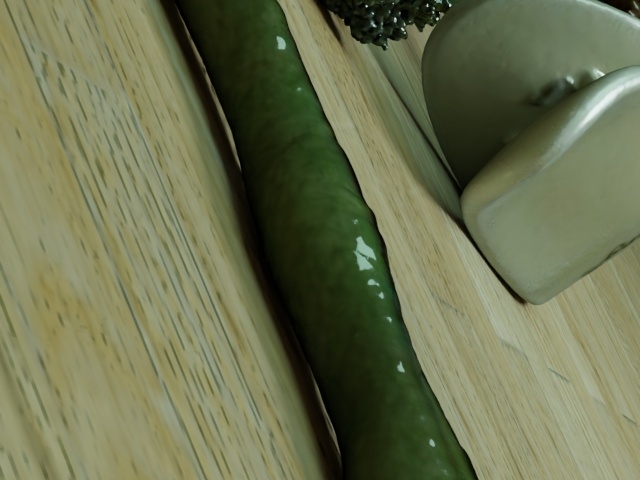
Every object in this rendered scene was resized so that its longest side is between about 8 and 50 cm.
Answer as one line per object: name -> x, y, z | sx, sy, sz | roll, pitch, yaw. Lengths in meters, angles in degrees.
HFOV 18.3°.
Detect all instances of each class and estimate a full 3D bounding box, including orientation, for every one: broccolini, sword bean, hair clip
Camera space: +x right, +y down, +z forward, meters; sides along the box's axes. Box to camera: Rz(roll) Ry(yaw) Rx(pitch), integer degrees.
broccolini -> 0.022, -0.158, 0.947 | 0.091, 0.068, 0.202 | 38, 19, -20
sword bean -> 0.000, 0.000, 0.544 | 0.043, 0.038, 0.269 | 92, -19, -57
hair clip -> 0.144, -0.047, 1.028 | 0.282, 0.172, 0.113 | 26, 30, -57

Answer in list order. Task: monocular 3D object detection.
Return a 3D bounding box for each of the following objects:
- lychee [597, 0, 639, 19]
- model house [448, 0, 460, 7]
lychee -> 0.249, -0.113, 1.581 | 0.200, 0.200, 0.238 | 55, 12, -35
model house -> 0.172, -0.311, 1.379 | 0.280, 0.312, 0.245 | 62, 0, -13
